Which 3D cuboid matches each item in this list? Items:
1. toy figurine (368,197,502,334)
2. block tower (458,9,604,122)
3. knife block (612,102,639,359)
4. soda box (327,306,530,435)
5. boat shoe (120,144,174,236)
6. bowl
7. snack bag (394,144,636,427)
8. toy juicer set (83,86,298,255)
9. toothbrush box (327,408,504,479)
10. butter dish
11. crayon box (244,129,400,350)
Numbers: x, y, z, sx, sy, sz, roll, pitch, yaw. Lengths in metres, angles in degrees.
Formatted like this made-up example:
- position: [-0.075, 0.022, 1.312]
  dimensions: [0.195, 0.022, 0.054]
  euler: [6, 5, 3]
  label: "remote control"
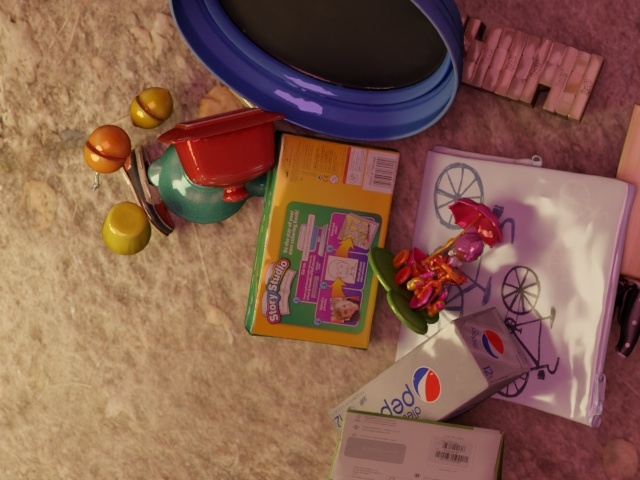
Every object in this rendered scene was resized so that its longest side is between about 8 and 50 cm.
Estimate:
- position: [0.162, 0.019, 1.720]
  dimensions: [0.130, 0.173, 0.159]
  euler: [41, 110, -17]
  label: "toy figurine"
- position: [0.204, -0.252, 1.802]
  dimensions: [0.335, 0.091, 0.097]
  euler: [22, 95, 11]
  label: "block tower"
- position: [0.396, 0.001, 1.691]
  dimensions: [0.088, 0.276, 0.242]
  euler: [14, 54, 10]
  label: "knife block"
- position: [0.136, 0.199, 1.756]
  dimensions: [0.286, 0.091, 0.098]
  euler: [-43, 69, 42]
  label: "soda box"
- position: [-0.242, -0.070, 1.921]
  dimensions: [0.043, 0.049, 0.137]
  euler: [-31, 81, 9]
  label: "boat shoe"
- position: [-0.001, -0.276, 1.705]
  dimensions: [0.391, 0.391, 0.077]
  euler: [18, 63, 10]
  label: "bowl"
- position: [0.249, 0.049, 1.748]
  dimensions: [0.342, 0.037, 0.323]
  euler: [11, 94, 43]
  label: "snack bag"
- position: [-0.176, -0.124, 1.891]
  dimensions: [0.329, 0.089, 0.209]
  euler: [-21, 78, -14]
  label: "toy juicer set"
- position: [0.125, 0.359, 1.744]
  dimensions: [0.206, 0.122, 0.283]
  euler: [6, 136, 12]
  label: "toothbrush box"
- position: [-0.123, -0.109, 1.785]
  dimensions: [0.160, 0.160, 0.118]
  euler: [-15, 99, -13]
  label: "butter dish"
- position: [0.000, 0.000, 1.829]
  dimensions: [0.165, 0.081, 0.278]
  euler: [9, 94, -11]
  label: "crayon box"
